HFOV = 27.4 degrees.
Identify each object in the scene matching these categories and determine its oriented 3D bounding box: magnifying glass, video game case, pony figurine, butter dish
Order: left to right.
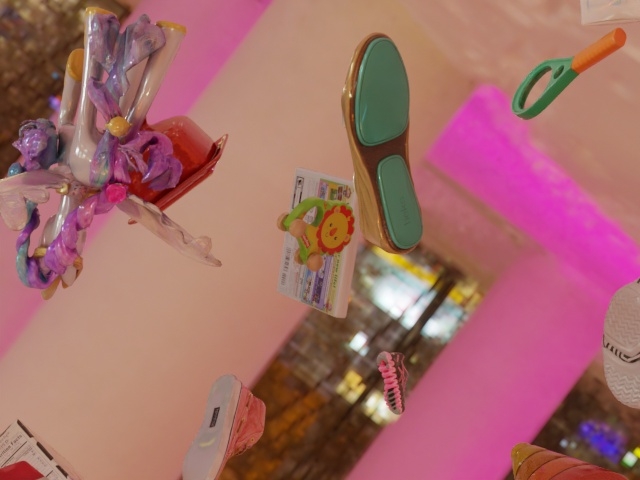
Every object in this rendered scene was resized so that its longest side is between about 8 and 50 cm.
[{"bbox_3d":[-0.269,-0.093,1.595,0.302,0.364,0.351,17,176,-18],"label":"pony figurine"},{"bbox_3d":[-0.214,-0.116,1.749,0.118,0.160,0.160,51,-169,-13],"label":"butter dish"},{"bbox_3d":[0.000,0.000,2.092,0.023,0.212,0.193,5,-173,-32],"label":"video game case"},{"bbox_3d":[0.343,-0.236,1.836,0.026,0.092,0.231,32,150,-18],"label":"magnifying glass"}]

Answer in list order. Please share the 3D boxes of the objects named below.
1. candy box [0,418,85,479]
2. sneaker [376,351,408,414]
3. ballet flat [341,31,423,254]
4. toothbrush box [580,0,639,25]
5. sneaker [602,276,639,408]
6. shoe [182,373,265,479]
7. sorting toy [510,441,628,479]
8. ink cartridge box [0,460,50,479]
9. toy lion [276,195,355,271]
[{"bbox_3d":[-0.324,0.353,1.714,0.233,0.071,0.159,38,167,36],"label":"candy box"},{"bbox_3d":[0.145,0.262,2.434,0.057,0.119,0.047,-7,175,-40],"label":"sneaker"},{"bbox_3d":[0.052,-0.098,1.350,0.073,0.080,0.232,14,116,55],"label":"ballet flat"},{"bbox_3d":[0.442,-0.420,1.896,0.126,0.216,0.295,-3,-171,15],"label":"toothbrush box"},{"bbox_3d":[0.515,0.064,1.798,0.137,0.366,0.210,16,177,41],"label":"sneaker"},{"bbox_3d":[-0.126,0.276,1.787,0.063,0.178,0.081,-14,136,37],"label":"shoe"},{"bbox_3d":[0.326,0.278,1.387,0.365,0.127,0.126,19,-162,-35],"label":"sorting toy"},{"bbox_3d":[-0.304,0.338,1.345,0.176,0.128,0.127,28,-151,33],"label":"ink cartridge box"},{"bbox_3d":[0.001,-0.017,1.645,0.034,0.096,0.100,26,153,43],"label":"toy lion"}]
